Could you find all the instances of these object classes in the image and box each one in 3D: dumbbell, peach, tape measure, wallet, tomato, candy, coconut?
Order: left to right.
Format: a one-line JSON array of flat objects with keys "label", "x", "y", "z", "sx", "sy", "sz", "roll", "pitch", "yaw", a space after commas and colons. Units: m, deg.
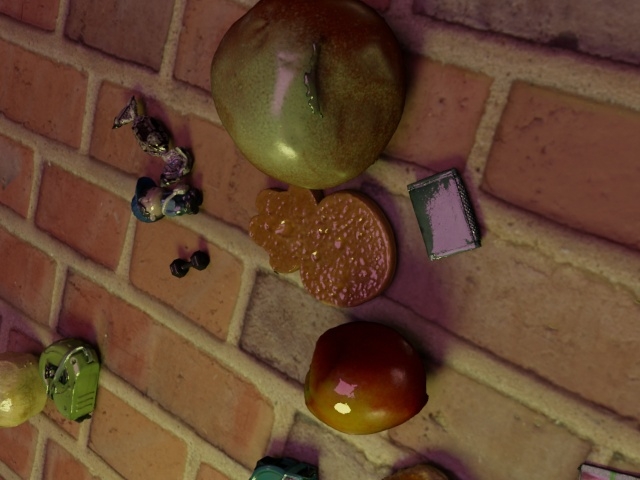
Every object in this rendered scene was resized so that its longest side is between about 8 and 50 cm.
[{"label": "coconut", "x": -0.747, "y": 0.354, "z": 1.532, "sx": 0.194, "sy": 0.194, "sz": 0.194, "roll": 4, "pitch": 98, "yaw": 31}, {"label": "tape measure", "x": -0.576, "y": 0.302, "z": 1.483, "sx": 0.154, "sy": 0.087, "sz": 0.177, "roll": 23, "pitch": 105, "yaw": 28}, {"label": "candy", "x": -0.337, "y": -0.197, "z": 1.284, "sx": 0.094, "sy": 0.051, "sz": 0.226, "roll": -35, "pitch": 68, "yaw": -11}, {"label": "dumbbell", "x": -0.260, "y": 0.047, "z": 1.289, "sx": 0.083, "sy": 0.040, "sz": 0.036, "roll": -19, "pitch": 56, "yaw": 31}, {"label": "tape measure", "x": -0.071, "y": 0.473, "z": 1.198, "sx": 0.146, "sy": 0.081, "sz": 0.125, "roll": 6, "pitch": 96, "yaw": 31}, {"label": "tomato", "x": -0.026, "y": -0.236, "z": 0.992, "sx": 0.303, "sy": 0.239, "sz": 0.303, "roll": 5, "pitch": 99, "yaw": 35}, {"label": "peach", "x": 0.076, "y": 0.219, "z": 1.027, "sx": 0.197, "sy": 0.197, "sz": 0.197, "roll": 4, "pitch": 98, "yaw": 31}, {"label": "wallet", "x": 0.193, "y": -0.041, "z": 1.006, "sx": 0.088, "sy": 0.026, "sz": 0.129, "roll": -19, "pitch": 85, "yaw": 28}]

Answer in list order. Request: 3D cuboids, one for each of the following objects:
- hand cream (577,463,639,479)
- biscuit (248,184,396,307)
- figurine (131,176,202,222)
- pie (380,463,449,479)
[{"label": "hand cream", "x": 0.384, "y": 0.460, "z": 0.904, "sx": 0.079, "sy": 0.050, "sz": 0.275, "roll": 12, "pitch": 79, "yaw": 6}, {"label": "biscuit", "x": 0.001, "y": 0.000, "z": 1.120, "sx": 0.288, "sy": 0.044, "sz": 0.202, "roll": 21, "pitch": 106, "yaw": 29}, {"label": "figurine", "x": -0.306, "y": -0.079, "z": 1.286, "sx": 0.149, "sy": 0.087, "sz": 0.086, "roll": 2, "pitch": 60, "yaw": 19}, {"label": "pie", "x": 0.161, "y": 0.472, "z": 1.043, "sx": 0.179, "sy": 0.084, "sz": 0.205, "roll": -46, "pitch": 59, "yaw": 35}]
